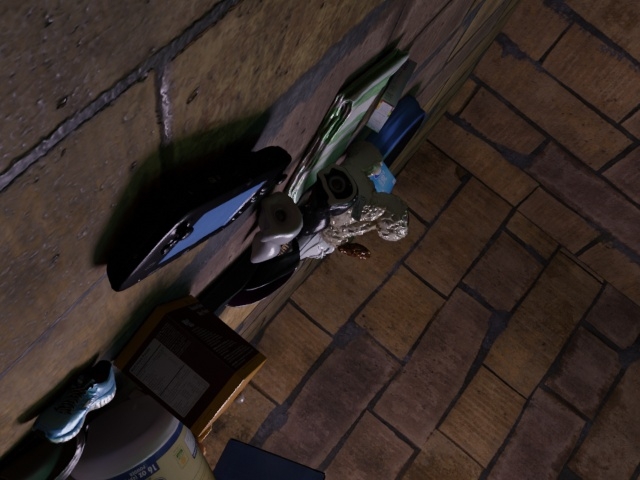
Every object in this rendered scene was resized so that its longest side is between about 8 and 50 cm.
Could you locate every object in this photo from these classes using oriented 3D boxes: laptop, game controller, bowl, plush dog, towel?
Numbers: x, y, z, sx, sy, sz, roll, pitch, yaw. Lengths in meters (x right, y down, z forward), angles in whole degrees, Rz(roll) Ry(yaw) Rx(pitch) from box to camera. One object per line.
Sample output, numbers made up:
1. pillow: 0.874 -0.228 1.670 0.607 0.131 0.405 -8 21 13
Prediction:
1. laptop: -0.260 0.613 1.499 0.408 0.236 0.382 -1 179 -39
2. game controller: -0.143 -0.035 0.894 0.166 0.067 0.319 -53 174 27
3. bowl: 0.175 -0.258 2.108 0.391 0.077 0.391 -50 175 -6
4. plush dog: 0.054 -0.072 1.636 0.211 0.262 0.225 -13 154 -28
5. towel: 0.046 -0.222 1.403 0.248 0.038 0.324 -47 174 -41

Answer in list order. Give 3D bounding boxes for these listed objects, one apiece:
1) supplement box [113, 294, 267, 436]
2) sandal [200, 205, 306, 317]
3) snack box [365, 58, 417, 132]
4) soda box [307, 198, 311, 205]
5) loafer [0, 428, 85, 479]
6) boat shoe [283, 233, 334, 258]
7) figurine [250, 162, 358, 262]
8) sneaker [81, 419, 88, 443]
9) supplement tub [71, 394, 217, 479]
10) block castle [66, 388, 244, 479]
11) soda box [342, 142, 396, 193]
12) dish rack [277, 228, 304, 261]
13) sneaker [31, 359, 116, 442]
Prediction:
1. supplement box: -0.226 0.215 1.261 0.129 0.194 0.191 -51 175 6
2. sandal: -0.145 0.092 1.589 0.445 0.107 0.167 -49 177 -34
3. snack box: 0.153 -0.314 1.518 0.141 0.037 0.100 -62 -176 -29
4. soda box: 0.039 -0.141 1.865 0.169 0.053 0.060 -47 174 -33
5. loafer: -0.441 0.358 1.044 0.220 0.080 0.078 -48 175 -23
6. boat shoe: 0.000 0.000 1.799 0.258 0.084 0.095 -42 180 -40
7. figurine: -0.046 -0.038 1.414 0.215 0.092 0.209 -29 168 -23
8. sneaker: -0.430 0.340 1.130 0.084 0.058 0.152 -47 -178 28
9. supplement tub: -0.326 0.490 1.383 0.229 0.316 0.228 -20 -161 7
10. block castle: -0.383 0.471 1.675 0.453 0.213 0.303 -49 175 -18
11. soda box: 0.130 -0.176 1.840 0.067 0.071 0.210 -64 154 -6
12. dish rack: -0.128 0.084 1.928 0.271 0.074 0.208 -49 174 -14
13. sneaker: -0.362 0.229 1.035 0.162 0.064 0.073 -51 160 -59
